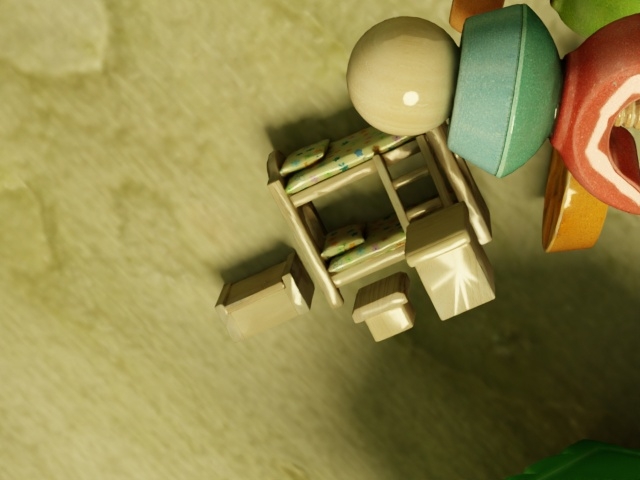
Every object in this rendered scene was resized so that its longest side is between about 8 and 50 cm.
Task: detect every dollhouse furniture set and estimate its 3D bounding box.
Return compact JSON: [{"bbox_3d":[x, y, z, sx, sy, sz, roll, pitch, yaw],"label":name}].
[{"bbox_3d":[0.000,0.000,0.872,0.182,0.161,0.101,-24,105,12],"label":"dollhouse furniture set"}]

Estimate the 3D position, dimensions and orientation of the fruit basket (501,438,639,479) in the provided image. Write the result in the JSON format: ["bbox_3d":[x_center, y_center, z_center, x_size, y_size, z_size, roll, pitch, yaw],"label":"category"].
[{"bbox_3d":[0.188,0.324,0.830,0.283,0.392,0.392,7,111,25],"label":"fruit basket"}]

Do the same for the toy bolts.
[{"bbox_3d":[0.093,-0.084,0.803,0.158,0.228,0.218,9,115,2],"label":"toy bolts"}]
